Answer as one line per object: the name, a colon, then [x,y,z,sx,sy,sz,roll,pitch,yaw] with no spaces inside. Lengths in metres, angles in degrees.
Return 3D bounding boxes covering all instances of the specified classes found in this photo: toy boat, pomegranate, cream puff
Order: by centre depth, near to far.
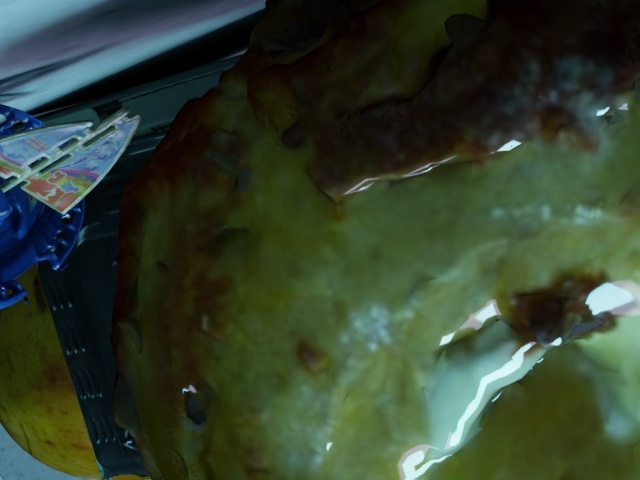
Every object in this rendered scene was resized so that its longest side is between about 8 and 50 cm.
cream puff: [0.100,0.026,0.650,0.350,0.350,0.228,-18,-162,14]
toy boat: [-0.124,-0.027,0.746,0.110,0.091,0.175,-26,-175,16]
pomegranate: [-0.136,0.045,1.250,0.264,0.264,0.264,-19,-177,1]

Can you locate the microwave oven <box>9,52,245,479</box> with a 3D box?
microwave oven: [0.000,0.000,0.906,0.295,0.237,0.181,-11,-174,41]

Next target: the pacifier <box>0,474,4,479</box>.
pacifier: [-0.235,0.034,0.802,0.207,0.227,0.279,-57,-162,-25]
